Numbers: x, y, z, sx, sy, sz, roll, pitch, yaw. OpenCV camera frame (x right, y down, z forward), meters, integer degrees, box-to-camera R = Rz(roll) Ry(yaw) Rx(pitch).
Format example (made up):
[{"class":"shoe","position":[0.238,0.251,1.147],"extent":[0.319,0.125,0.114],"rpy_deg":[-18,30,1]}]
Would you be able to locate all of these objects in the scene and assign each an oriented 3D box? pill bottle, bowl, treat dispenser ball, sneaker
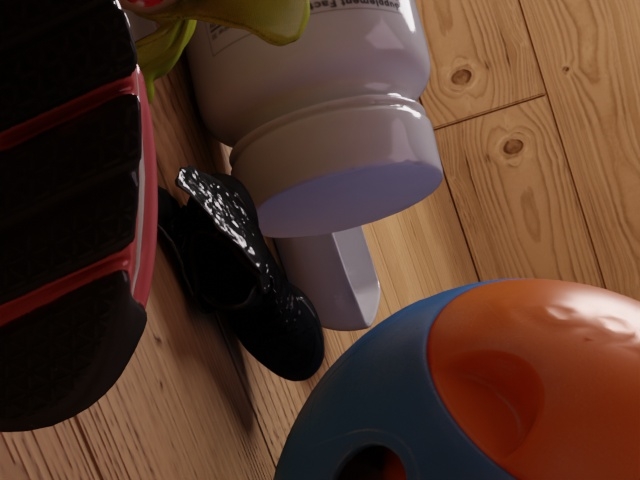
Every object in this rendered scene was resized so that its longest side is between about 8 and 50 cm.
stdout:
[{"class":"pill bottle","position":[-0.017,-0.156,0.907],"extent":[0.160,0.160,0.283],"rpy_deg":[40,35,-72]},{"class":"bowl","position":[0.000,0.000,1.048],"extent":[0.142,0.053,0.142],"rpy_deg":[-63,135,-77]},{"class":"treat dispenser ball","position":[0.113,0.164,0.723],"extent":[0.288,0.288,0.288],"rpy_deg":[-17,90,-80]},{"class":"sneaker","position":[-0.113,-0.098,0.428],"extent":[0.136,0.116,0.314],"rpy_deg":[-21,93,-81]},{"class":"sneaker","position":[-0.048,0.026,0.769],"extent":[0.089,0.051,0.170],"rpy_deg":[-82,149,-67]}]

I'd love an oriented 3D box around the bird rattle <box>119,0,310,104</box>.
[{"class":"bird rattle","position":[-0.116,-0.162,0.629],"extent":[0.253,0.143,0.207],"rpy_deg":[7,51,-62]}]

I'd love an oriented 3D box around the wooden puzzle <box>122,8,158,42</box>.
[{"class":"wooden puzzle","position":[-0.111,-0.128,0.781],"extent":[0.116,0.014,0.078],"rpy_deg":[-84,160,-65]}]
